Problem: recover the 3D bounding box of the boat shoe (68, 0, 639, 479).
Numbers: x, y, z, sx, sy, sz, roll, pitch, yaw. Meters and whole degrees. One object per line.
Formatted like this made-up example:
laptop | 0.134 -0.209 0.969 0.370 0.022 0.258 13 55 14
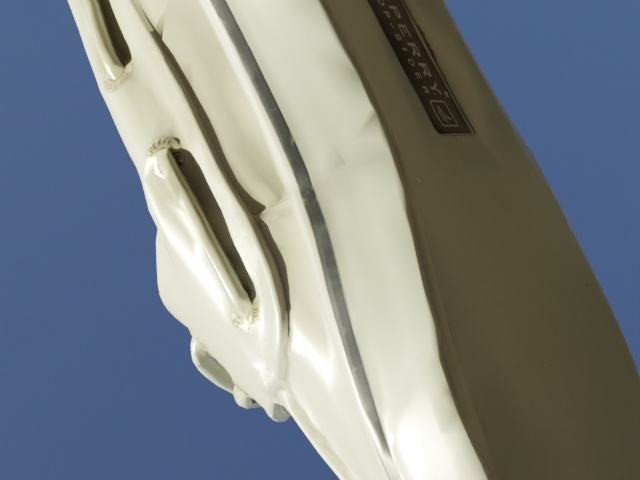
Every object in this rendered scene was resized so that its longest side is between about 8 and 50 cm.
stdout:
boat shoe | 0.000 0.000 0.441 0.096 0.088 0.267 -6 -114 -56
